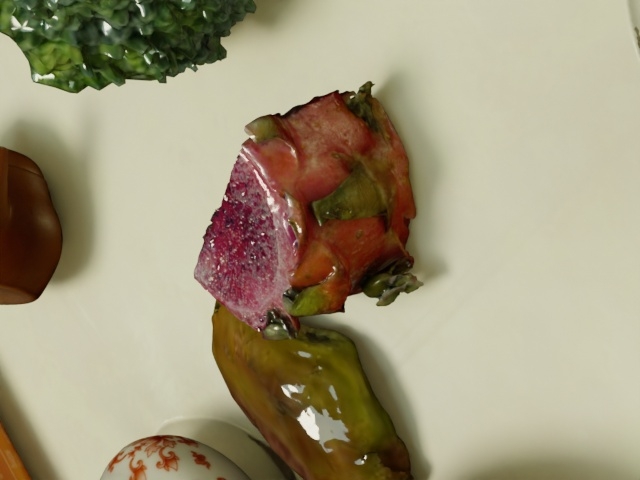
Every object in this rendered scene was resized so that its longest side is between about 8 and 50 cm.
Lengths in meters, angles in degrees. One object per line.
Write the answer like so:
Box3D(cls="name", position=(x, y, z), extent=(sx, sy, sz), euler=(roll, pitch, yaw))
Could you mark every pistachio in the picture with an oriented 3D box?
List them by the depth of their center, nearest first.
Box3D(cls="pistachio", position=(-0.014, 0.087, 0.934), extent=(0.173, 0.049, 0.089), euler=(45, 126, 21))

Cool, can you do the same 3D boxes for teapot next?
Box3D(cls="teapot", position=(-0.086, 0.194, 0.983), extent=(0.245, 0.116, 0.159), euler=(-4, 111, 58))
Box3D(cls="teapot", position=(-0.221, -0.018, 1.049), extent=(0.116, 0.116, 0.173), euler=(67, 158, 3))

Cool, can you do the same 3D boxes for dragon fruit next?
Box3D(cls="dragon fruit", position=(0.000, 0.000, 0.867), extent=(0.096, 0.102, 0.147), euler=(51, 139, 26))

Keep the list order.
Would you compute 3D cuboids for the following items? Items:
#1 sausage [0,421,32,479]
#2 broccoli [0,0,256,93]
Box3D(cls="sausage", position=(-0.246, 0.175, 1.127), extent=(0.093, 0.093, 0.312), euler=(-39, 78, 40))
Box3D(cls="broccoli", position=(-0.130, -0.261, 0.834), extent=(0.249, 0.302, 0.375), euler=(-25, 115, 21))
